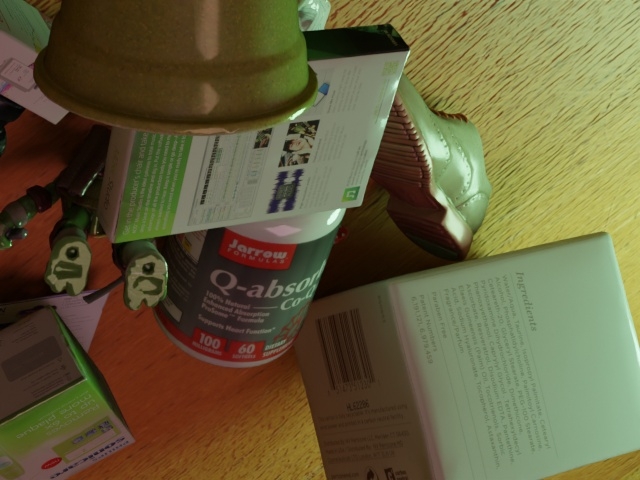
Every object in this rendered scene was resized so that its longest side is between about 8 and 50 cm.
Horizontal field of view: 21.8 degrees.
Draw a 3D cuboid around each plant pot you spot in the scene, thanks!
[{"bbox_3d":[-0.128,-0.268,1.560,0.276,0.276,0.253,-10,120,-30],"label":"plant pot"}]

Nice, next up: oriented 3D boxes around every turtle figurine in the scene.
[{"bbox_3d":[-0.281,0.020,1.948,0.275,0.266,0.198,-41,117,3],"label":"turtle figurine"}]

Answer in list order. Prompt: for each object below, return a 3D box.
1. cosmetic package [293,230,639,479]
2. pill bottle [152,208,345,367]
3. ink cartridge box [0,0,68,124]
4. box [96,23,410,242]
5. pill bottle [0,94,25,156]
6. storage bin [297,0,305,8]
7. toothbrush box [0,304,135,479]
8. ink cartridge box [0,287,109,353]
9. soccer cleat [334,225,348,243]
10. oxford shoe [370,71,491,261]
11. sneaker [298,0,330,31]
[{"bbox_3d":[0.222,0.198,2.445,0.394,0.327,0.329,-12,175,-28],"label":"cosmetic package"},{"bbox_3d":[-0.084,-0.025,2.121,0.210,0.210,0.363,-11,140,-29],"label":"pill bottle"},{"bbox_3d":[-0.342,-0.214,1.757,0.067,0.115,0.198,-41,144,13],"label":"ink cartridge box"},{"bbox_3d":[-0.075,-0.119,1.821,0.322,0.058,0.232,-10,136,-29],"label":"box"},{"bbox_3d":[-0.424,-0.103,1.824,0.219,0.123,0.123,-45,144,16],"label":"pill bottle"},{"bbox_3d":[-0.053,-0.375,1.728,0.260,0.123,0.262,27,115,-35],"label":"storage bin"},{"bbox_3d":[-0.383,0.224,2.164,0.206,0.122,0.283,-28,158,-6],"label":"toothbrush box"},{"bbox_3d":[-0.398,0.132,2.209,0.206,0.045,0.208,-8,141,-34],"label":"ink cartridge box"},{"bbox_3d":[0.000,0.000,2.386,0.083,0.029,0.035,-18,152,-16],"label":"soccer cleat"},{"bbox_3d":[0.134,-0.135,2.269,0.146,0.140,0.397,-57,147,-20],"label":"oxford shoe"},{"bbox_3d":[-0.021,-0.288,1.990,0.061,0.053,0.152,-31,153,-19],"label":"sneaker"}]
